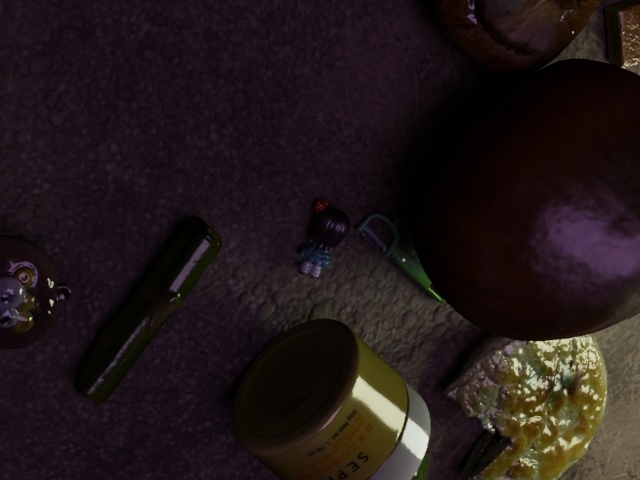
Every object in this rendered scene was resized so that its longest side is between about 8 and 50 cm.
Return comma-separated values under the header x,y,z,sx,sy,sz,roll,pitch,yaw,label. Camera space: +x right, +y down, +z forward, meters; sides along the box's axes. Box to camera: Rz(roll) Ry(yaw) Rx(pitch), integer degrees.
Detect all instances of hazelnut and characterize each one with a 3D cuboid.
x,y,z,sx,sy,sz,roll,pitch,yaw,label
0.331,-0.042,1.508,0.409,0.359,0.359,-38,123,-4,hazelnut

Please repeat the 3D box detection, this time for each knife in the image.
x,y,z,sx,sy,sz,roll,pitch,yaw,label
0.131,0.024,1.617,0.212,0.015,0.054,43,80,-33,knife

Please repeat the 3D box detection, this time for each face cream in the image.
x,y,z,sx,sy,sz,roll,pitch,yaw,label
0.013,0.244,1.522,0.218,0.218,0.179,-47,123,-3,face cream

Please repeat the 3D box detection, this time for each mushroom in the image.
x,y,z,sx,sy,sz,roll,pitch,yaw,label
0.278,-0.333,1.446,0.267,0.254,0.267,-3,130,-4,mushroom

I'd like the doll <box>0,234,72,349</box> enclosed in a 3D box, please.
x,y,z,sx,sy,sz,roll,pitch,yaw,label
-0.397,0.073,1.317,0.188,0.096,0.145,-25,113,-5,doll

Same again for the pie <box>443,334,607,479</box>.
x,y,z,sx,sy,sz,roll,pitch,yaw,label
0.347,0.265,1.792,0.337,0.075,0.337,-10,114,-24,pie

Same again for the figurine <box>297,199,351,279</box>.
x,y,z,sx,sy,sz,roll,pitch,yaw,label
0.000,0.000,1.522,0.060,0.047,0.106,28,105,8,figurine

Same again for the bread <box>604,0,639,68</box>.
x,y,z,sx,sy,sz,roll,pitch,yaw,label
0.470,-0.313,1.641,0.090,0.035,0.094,-22,119,-19,bread

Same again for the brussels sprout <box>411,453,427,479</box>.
x,y,z,sx,sy,sz,roll,pitch,yaw,label
0.077,0.355,1.654,0.181,0.144,0.161,-59,159,-9,brussels sprout

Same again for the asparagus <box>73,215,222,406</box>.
x,y,z,sx,sy,sz,roll,pitch,yaw,label
-0.223,0.090,1.429,0.278,0.067,0.060,-51,151,4,asparagus
